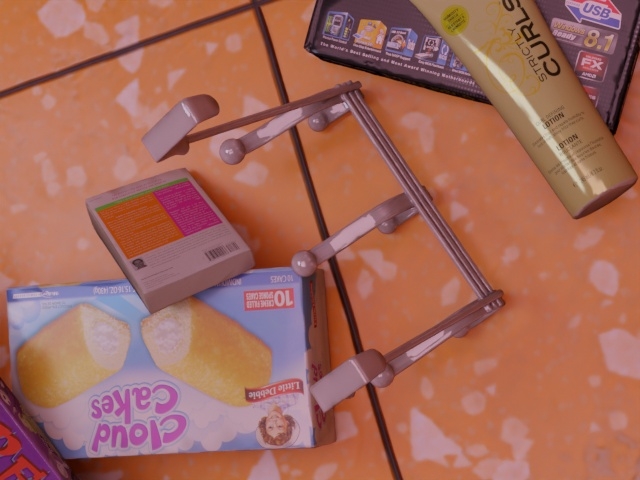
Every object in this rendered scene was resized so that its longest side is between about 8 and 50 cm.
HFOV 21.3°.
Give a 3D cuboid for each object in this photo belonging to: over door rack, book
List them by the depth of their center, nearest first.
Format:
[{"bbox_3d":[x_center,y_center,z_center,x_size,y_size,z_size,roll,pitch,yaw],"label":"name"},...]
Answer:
[{"bbox_3d":[0.000,0.000,1.316,0.108,0.324,0.239,-38,81,24],"label":"over door rack"},{"bbox_3d":[-0.127,-0.005,1.430,0.096,0.035,0.144,-23,39,-14],"label":"book"}]

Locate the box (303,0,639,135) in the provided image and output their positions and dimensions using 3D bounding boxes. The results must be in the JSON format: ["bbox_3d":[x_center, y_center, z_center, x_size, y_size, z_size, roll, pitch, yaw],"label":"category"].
[{"bbox_3d":[0.143,-0.224,1.417,0.270,0.060,0.216,17,93,13],"label":"box"}]

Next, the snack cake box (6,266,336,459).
[{"bbox_3d":[-0.127,0.106,1.454,0.264,0.089,0.152,-5,87,13],"label":"snack cake box"}]

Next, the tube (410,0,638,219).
[{"bbox_3d":[0.161,-0.130,1.353,0.070,0.062,0.240,-23,76,-29],"label":"tube"}]

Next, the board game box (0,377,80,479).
[{"bbox_3d":[-0.271,0.281,1.429,0.208,0.056,0.347,-35,100,3],"label":"board game box"}]
